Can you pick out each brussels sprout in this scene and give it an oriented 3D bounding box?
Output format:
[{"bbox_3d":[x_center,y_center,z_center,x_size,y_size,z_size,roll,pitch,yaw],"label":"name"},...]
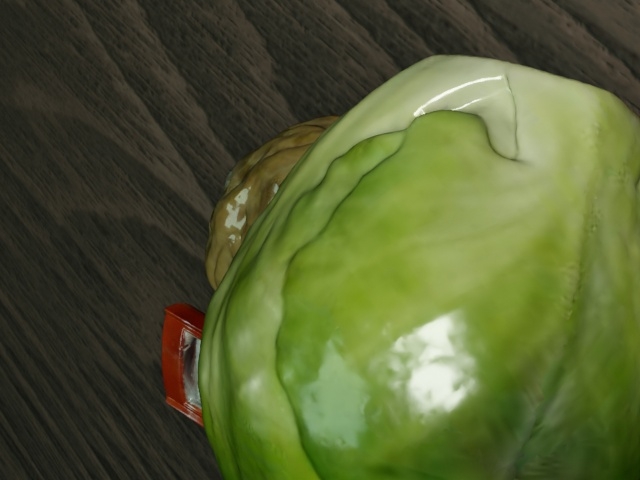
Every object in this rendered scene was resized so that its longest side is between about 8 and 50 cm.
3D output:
[{"bbox_3d":[0.081,0.062,1.199,0.281,0.289,0.354,34,107,63],"label":"brussels sprout"}]

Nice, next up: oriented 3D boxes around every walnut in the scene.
[{"bbox_3d":[0.000,0.000,1.660,0.198,0.198,0.245,60,144,27],"label":"walnut"}]

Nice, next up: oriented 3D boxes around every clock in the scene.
[{"bbox_3d":[-0.098,0.139,1.991,0.155,0.061,0.113,28,124,48],"label":"clock"}]
